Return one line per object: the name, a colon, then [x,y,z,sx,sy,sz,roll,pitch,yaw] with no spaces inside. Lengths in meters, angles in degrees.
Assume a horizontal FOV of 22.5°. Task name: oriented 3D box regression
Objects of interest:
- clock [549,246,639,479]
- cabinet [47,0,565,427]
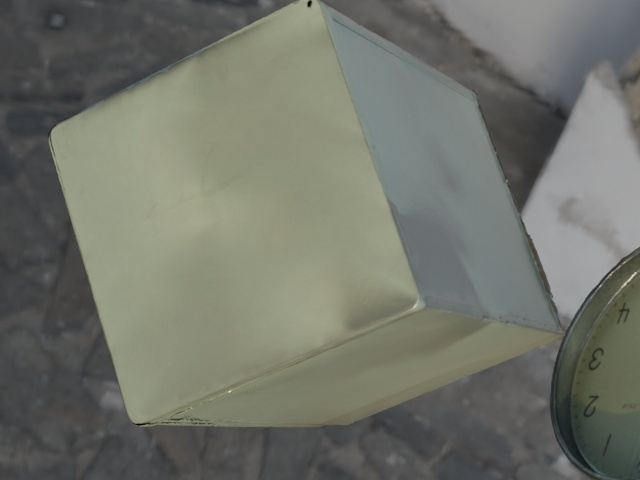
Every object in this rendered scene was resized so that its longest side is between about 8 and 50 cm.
clock: [0.263,0.088,1.178,0.049,0.226,0.226,36,36,-29]
cabinet: [0.000,0.000,0.776,0.206,0.150,0.145,15,54,-64]
